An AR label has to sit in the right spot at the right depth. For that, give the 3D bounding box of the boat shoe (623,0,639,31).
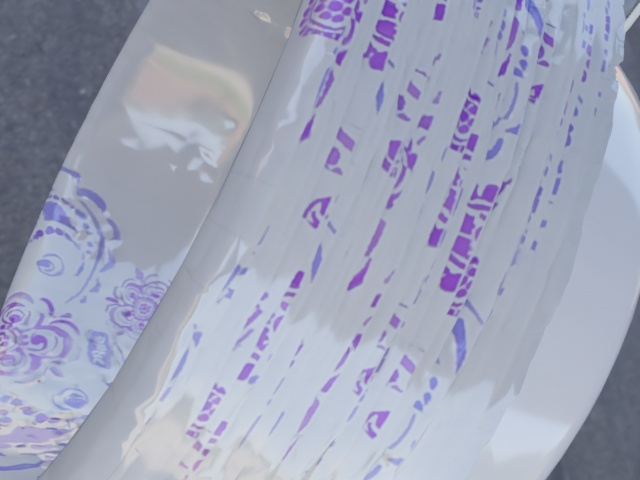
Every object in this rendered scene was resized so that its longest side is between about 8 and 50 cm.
[{"bbox_3d":[0.168,-0.257,0.775,0.095,0.335,0.112,0,33,-38],"label":"boat shoe"}]

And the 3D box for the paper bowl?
[{"bbox_3d":[0.000,0.000,0.480,0.148,0.284,0.284,25,50,-18],"label":"paper bowl"}]
